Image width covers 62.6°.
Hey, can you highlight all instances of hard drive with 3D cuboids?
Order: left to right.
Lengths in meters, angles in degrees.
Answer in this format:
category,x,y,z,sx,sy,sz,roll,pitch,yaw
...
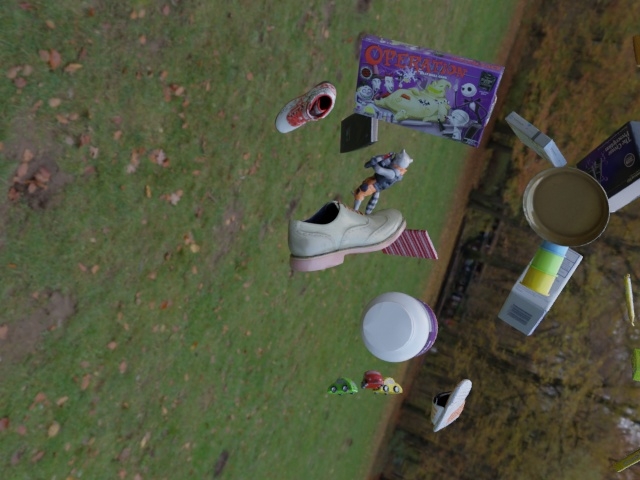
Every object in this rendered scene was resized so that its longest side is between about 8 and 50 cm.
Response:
category,x,y,z,sx,sy,sz,roll,pitch,yaw
hard drive,0.172,-0.484,2.345,0.255,0.054,0.171,-6,-99,61

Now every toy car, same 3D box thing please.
category,x,y,z,sx,sy,sz,roll,pitch,yaw
toy car,0.127,0.460,1.691,0.239,0.225,0.053,40,44,-55

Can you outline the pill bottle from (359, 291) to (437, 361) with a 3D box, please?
category,x,y,z,sx,sy,sz,roll,pitch,yaw
pill bottle,0.213,0.235,1.432,0.181,0.182,0.323,-70,160,-2

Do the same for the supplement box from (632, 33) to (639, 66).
category,x,y,z,sx,sy,sz,roll,pitch,yaw
supplement box,0.791,-0.430,1.097,0.078,0.234,0.080,-3,89,-37

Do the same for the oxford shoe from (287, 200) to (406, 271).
category,x,y,z,sx,sy,sz,roll,pitch,yaw
oxford shoe,0.083,-0.040,1.399,0.397,0.141,0.146,-22,110,-39

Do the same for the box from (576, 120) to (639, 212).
category,x,y,z,sx,sy,sz,roll,pitch,yaw
box,0.930,-0.220,1.631,0.261,0.103,0.184,112,-26,-67

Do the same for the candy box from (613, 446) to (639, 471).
category,x,y,z,sx,sy,sz,roll,pitch,yaw
candy box,0.987,0.635,1.597,0.105,0.027,0.205,-12,143,-30

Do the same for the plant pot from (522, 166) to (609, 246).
category,x,y,z,sx,sy,sz,roll,pitch,yaw
plant pot,0.686,-0.096,1.472,0.032,0.236,0.236,-28,139,-38

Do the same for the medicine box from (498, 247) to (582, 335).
category,x,y,z,sx,sy,sz,roll,pitch,yaw
medicine box,0.854,0.184,2.061,0.289,0.149,0.263,-47,156,-19

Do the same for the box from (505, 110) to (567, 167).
category,x,y,z,sx,sy,sz,roll,pitch,yaw
box,0.675,-0.313,1.651,0.038,0.186,0.145,-46,134,14

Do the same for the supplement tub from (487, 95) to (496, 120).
category,x,y,z,sx,sy,sz,roll,pitch,yaw
supplement tub,0.575,-0.473,1.940,0.198,0.106,0.106,81,32,-69

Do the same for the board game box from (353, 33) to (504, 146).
category,x,y,z,sx,sy,sz,roll,pitch,yaw
board game box,0.260,-0.378,1.332,0.056,0.347,0.208,-54,158,-46

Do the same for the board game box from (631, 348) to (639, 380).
category,x,y,z,sx,sy,sz,roll,pitch,yaw
board game box,1.020,0.385,1.544,0.092,0.182,0.043,-55,150,-47

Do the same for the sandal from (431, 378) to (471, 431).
category,x,y,z,sx,sy,sz,roll,pitch,yaw
sandal,0.411,0.511,1.689,0.102,0.076,0.265,-17,136,-31

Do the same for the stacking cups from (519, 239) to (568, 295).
category,x,y,z,sx,sy,sz,roll,pitch,yaw
stacking cups,0.714,0.009,1.578,0.316,0.096,0.096,-66,165,11

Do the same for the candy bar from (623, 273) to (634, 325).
category,x,y,z,sx,sy,sz,roll,pitch,yaw
candy bar,0.952,0.182,1.623,0.040,0.018,0.161,-2,87,-61

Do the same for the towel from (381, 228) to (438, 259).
category,x,y,z,sx,sy,sz,roll,pitch,yaw
towel,0.359,0.004,2.288,0.198,0.275,0.031,55,52,-43

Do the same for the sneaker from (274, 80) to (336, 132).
category,x,y,z,sx,sy,sz,roll,pitch,yaw
sneaker,-0.060,-0.458,1.877,0.090,0.270,0.145,48,22,-26

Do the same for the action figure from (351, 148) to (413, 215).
category,x,y,z,sx,sy,sz,roll,pitch,yaw
action figure,0.266,-0.267,2.282,0.330,0.178,0.341,-42,175,29
